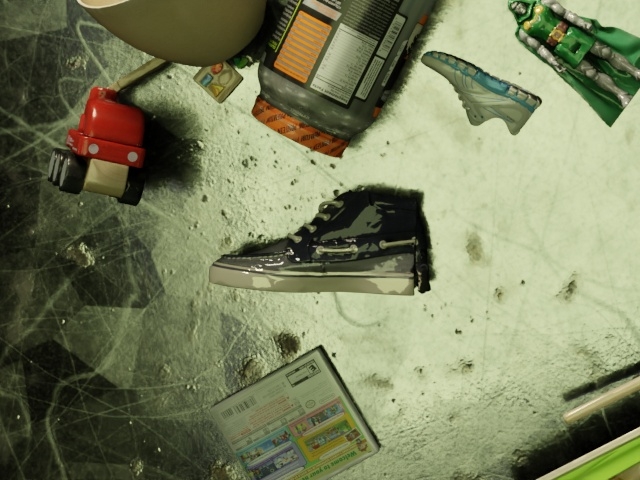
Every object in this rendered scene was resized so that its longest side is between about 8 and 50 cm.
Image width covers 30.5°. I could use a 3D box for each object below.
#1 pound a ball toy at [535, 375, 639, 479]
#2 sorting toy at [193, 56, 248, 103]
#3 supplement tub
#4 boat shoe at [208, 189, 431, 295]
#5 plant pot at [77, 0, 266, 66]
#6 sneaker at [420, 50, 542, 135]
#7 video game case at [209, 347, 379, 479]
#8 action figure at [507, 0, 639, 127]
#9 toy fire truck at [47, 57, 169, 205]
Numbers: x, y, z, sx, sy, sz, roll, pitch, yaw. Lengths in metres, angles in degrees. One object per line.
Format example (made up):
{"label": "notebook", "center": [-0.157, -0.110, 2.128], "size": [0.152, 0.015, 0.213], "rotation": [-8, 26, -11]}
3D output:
{"label": "pound a ball toy", "center": [0.439, 0.337, 1.767], "size": [0.319, 0.136, 0.208], "rotation": [-31, 66, 13]}
{"label": "sorting toy", "center": [-0.153, -0.264, 1.837], "size": [0.062, 0.012, 0.083], "rotation": [44, 103, 3]}
{"label": "supplement tub", "center": [0.033, -0.293, 1.707], "size": [0.194, 0.193, 0.316], "rotation": [29, 102, 5]}
{"label": "boat shoe", "center": [0.000, 0.000, 1.799], "size": [0.341, 0.127, 0.158], "rotation": [2, 91, 2]}
{"label": "plant pot", "center": [-0.188, -0.369, 1.724], "size": [0.284, 0.284, 0.191], "rotation": [-28, 128, 12]}
{"label": "sneaker", "center": [0.228, -0.217, 1.748], "size": [0.191, 0.071, 0.083], "rotation": [29, 107, 6]}
{"label": "video game case", "center": [-0.043, 0.304, 1.887], "size": [0.212, 0.023, 0.193], "rotation": [-30, 91, 12]}
{"label": "action figure", "center": [0.370, -0.286, 1.718], "size": [0.232, 0.063, 0.137], "rotation": [36, 105, 8]}
{"label": "toy fire truck", "center": [-0.304, -0.187, 1.784], "size": [0.159, 0.217, 0.246], "rotation": [11, 95, -20]}
